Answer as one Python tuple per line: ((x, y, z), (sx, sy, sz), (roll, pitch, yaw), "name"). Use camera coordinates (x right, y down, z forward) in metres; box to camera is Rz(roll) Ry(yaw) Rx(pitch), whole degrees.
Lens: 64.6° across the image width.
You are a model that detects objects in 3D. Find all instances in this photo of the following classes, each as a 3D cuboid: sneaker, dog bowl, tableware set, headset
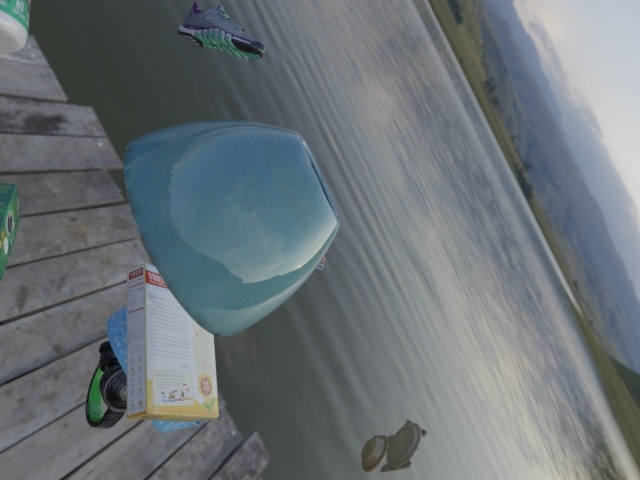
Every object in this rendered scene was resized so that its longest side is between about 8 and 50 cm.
((-0.212, -0.475, 1.122), (0.098, 0.224, 0.083), (-69, 163, -2), "sneaker")
((-0.344, 0.263, 1.048), (0.297, 0.074, 0.166), (64, -6, -7), "dog bowl")
((0.073, 0.308, 0.653), (0.020, 0.141, 0.168), (40, 58, -9), "tableware set")
((-0.594, 0.410, 1.580), (0.185, 0.394, 0.243), (24, 20, -37), "headset")

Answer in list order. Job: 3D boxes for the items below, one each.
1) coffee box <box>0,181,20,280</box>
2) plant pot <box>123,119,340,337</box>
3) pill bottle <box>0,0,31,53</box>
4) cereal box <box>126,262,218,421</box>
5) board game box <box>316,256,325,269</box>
((-0.666, -0.020, 1.048), (0.041, 0.113, 0.184), (6, 48, -20), "coffee box")
((-0.089, -0.043, 0.674), (0.290, 0.196, 0.290), (-24, 90, -84), "plant pot")
((-0.549, -0.497, 0.774), (0.204, 0.204, 0.360), (7, 87, -65), "pill bottle")
((-0.244, 0.173, 0.843), (0.173, 0.047, 0.240), (37, 38, -56), "cereal box")
((0.000, 0.000, 1.236), (0.133, 0.033, 0.168), (-102, -158, -63), "board game box")
